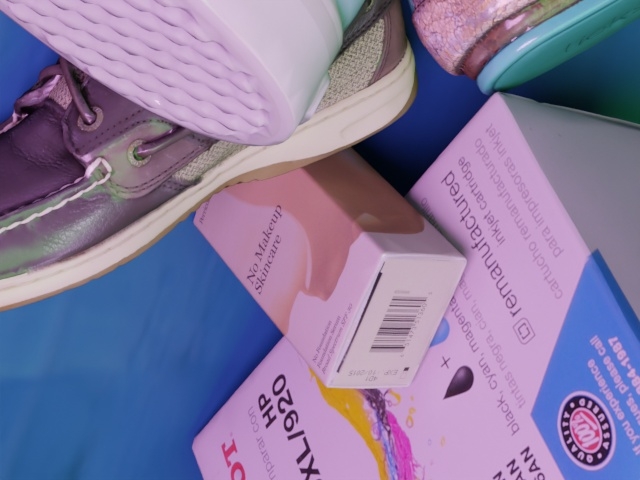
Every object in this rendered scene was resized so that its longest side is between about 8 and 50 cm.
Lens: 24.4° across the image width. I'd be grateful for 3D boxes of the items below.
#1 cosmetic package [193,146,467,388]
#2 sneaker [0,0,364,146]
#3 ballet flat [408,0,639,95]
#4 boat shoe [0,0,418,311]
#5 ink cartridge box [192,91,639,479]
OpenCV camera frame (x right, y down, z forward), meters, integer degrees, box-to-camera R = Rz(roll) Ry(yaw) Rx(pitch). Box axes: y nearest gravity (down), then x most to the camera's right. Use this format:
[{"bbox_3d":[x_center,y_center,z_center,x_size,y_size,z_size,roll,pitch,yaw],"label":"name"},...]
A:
[{"bbox_3d":[0.000,0.000,0.563,0.041,0.115,0.060,4,118,-36],"label":"cosmetic package"},{"bbox_3d":[-0.097,-0.185,0.374,0.366,0.135,0.150,47,61,-43],"label":"sneaker"},{"bbox_3d":[0.168,-0.165,0.563,0.316,0.106,0.107,-25,169,-12],"label":"ballet flat"},{"bbox_3d":[-0.063,-0.047,0.515,0.223,0.080,0.073,-26,128,-25],"label":"boat shoe"},{"bbox_3d":[0.091,0.088,0.609,0.168,0.171,0.232,8,136,-39],"label":"ink cartridge box"}]
